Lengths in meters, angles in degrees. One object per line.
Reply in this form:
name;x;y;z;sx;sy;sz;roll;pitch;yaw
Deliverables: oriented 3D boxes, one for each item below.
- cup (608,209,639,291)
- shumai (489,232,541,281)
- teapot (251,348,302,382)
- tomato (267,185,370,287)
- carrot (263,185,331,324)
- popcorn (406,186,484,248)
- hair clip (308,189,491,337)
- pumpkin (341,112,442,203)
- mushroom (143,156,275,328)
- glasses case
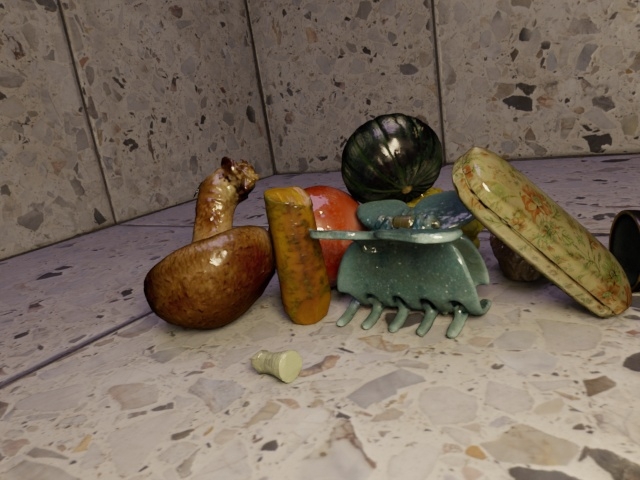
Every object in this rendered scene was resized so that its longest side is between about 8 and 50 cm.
cup;0.703;0.006;1.033;0.177;0.166;0.239;-2;17;9
shumai;0.507;0.022;1.166;0.185;0.183;0.218;26;2;-3
teapot;-0.078;0.221;0.902;0.083;0.057;0.067;-1;-21;38
tomato;0.000;0.000;1.267;0.265;0.264;0.265;-8;15;2
carrot;-0.045;0.034;1.078;0.114;0.301;0.114;-8;19;3
popcorn;0.293;-0.040;1.315;0.242;0.235;0.250;-31;-12;16
hair clip;0.179;0.047;1.028;0.318;0.238;0.392;-1;17;30
pumpkin;0.169;-0.194;1.216;0.250;0.249;0.216;-9;43;-2
mushroom;-0.249;0.019;1.136;0.334;0.356;0.331;-20;19;-15
glasses case;0.403;-0.012;0.906;0.098;0.425;0.156;-42;21;38
